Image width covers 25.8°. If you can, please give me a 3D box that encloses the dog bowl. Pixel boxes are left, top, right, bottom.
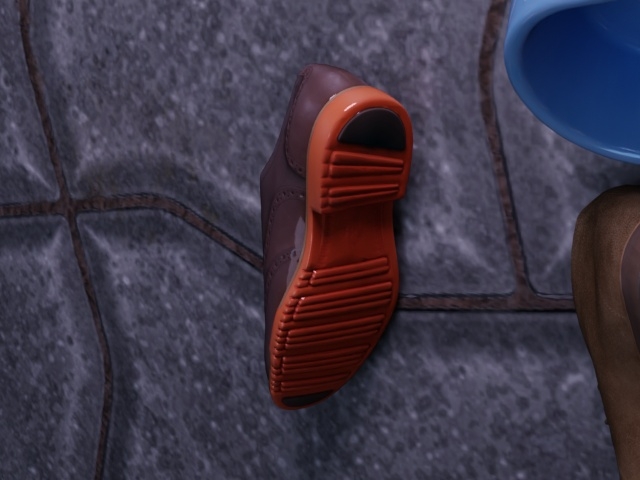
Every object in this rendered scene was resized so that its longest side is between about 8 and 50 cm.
[{"bbox_3d":[0.224,-0.112,0.720,0.297,0.074,0.166,-3,140,43],"label":"dog bowl"}]

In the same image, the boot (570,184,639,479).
[{"bbox_3d":[0.222,0.108,0.875,0.115,0.112,0.305,-142,39,-66],"label":"boot"}]

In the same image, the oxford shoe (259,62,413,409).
[{"bbox_3d":[0.000,0.000,1.036,0.098,0.097,0.271,45,130,47],"label":"oxford shoe"}]
